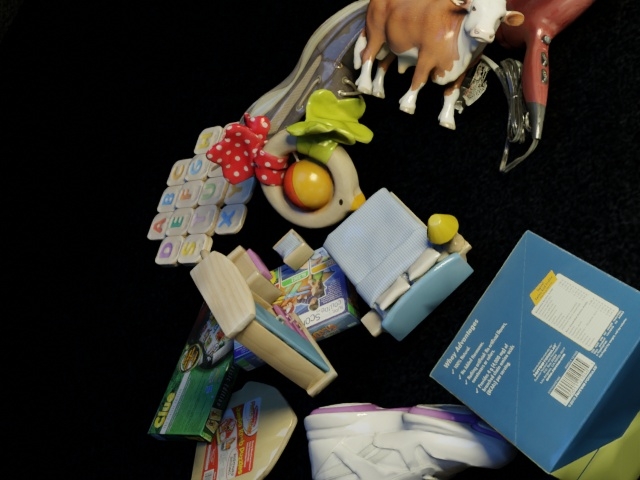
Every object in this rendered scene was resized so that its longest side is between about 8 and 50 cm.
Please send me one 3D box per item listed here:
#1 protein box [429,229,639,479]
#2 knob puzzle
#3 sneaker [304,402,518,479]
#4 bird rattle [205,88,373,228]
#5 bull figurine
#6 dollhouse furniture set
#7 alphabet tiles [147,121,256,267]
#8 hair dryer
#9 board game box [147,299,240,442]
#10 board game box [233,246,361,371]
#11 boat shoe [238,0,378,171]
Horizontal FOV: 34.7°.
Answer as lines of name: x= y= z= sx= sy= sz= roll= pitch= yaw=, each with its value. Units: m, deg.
protein box: x=0.266 y=0.131 z=1.088 sx=0.199 sy=0.136 sz=0.201 roll=-57 pitch=37 yaw=3
knob puzzle: x=-0.104 y=0.290 z=1.475 sx=0.213 sy=0.030 sz=0.213 roll=-30 pitch=38 yaw=28
sneaker: x=0.107 y=0.270 z=1.221 sx=0.305 sy=0.114 sz=0.152 roll=-10 pitch=76 yaw=45
bird rattle: x=-0.039 y=-0.109 z=1.549 sx=0.254 sy=0.207 sz=0.143 roll=-19 pitch=13 yaw=28
bull figurine: x=0.151 y=-0.270 z=1.429 sx=0.310 sy=0.101 sz=0.188 roll=38 pitch=110 yaw=57
dollhouse furniture set: x=0.000 y=0.000 z=1.377 sx=0.303 sy=0.198 sz=0.286 roll=-42 pitch=44 yaw=4
alphabet tiles: x=-0.214 y=-0.085 z=1.866 sx=0.278 sy=0.021 sz=0.284 roll=-3 pitch=64 yaw=48
hair dryer: x=0.296 y=-0.246 z=1.373 sx=0.293 sy=0.080 sz=0.223 roll=-61 pitch=38 yaw=22
board game box: x=-0.173 y=0.190 z=1.600 sx=0.136 sy=0.030 sz=0.259 roll=-7 pitch=53 yaw=43
board game box: x=-0.040 y=0.096 z=1.509 sx=0.201 sy=0.035 sz=0.136 roll=-25 pitch=48 yaw=23
boat shoe: x=0.019 y=-0.233 z=1.643 sx=0.355 sy=0.132 sz=0.130 roll=-46 pitch=59 yaw=24
